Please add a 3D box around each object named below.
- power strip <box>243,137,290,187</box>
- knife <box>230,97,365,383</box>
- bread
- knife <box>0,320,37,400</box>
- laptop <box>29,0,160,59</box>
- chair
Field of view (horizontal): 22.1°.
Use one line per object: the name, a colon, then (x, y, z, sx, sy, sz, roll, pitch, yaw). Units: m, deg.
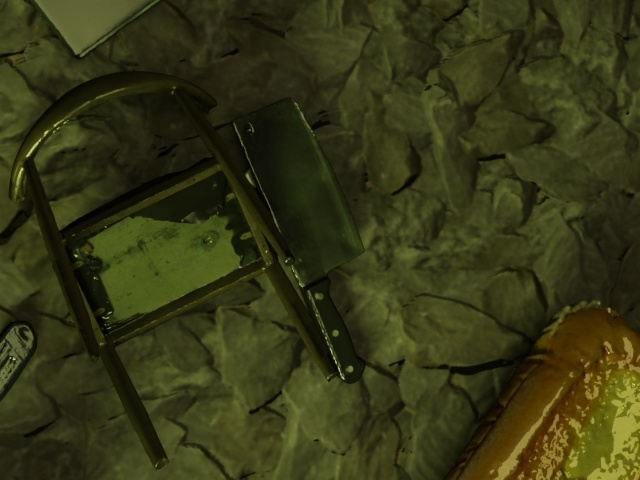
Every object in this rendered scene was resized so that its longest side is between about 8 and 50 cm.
power strip: (-0.057, -0.054, 1.385, 0.017, 0.027, 0.083, 43, 75, -6)
knife: (0.000, 0.000, 1.385, 0.072, 0.019, 0.245, -24, 98, -19)
bread: (0.189, 0.201, 1.381, 0.152, 0.119, 0.288, 37, 76, -5)
knife: (-0.267, 0.118, 1.312, 0.031, 0.018, 0.121, 37, 76, -16)
laptop: (-0.175, -0.253, 1.382, 0.180, 0.016, 0.129, -39, 95, -16)
chair: (-0.122, 0.010, 1.288, 0.188, 0.166, 0.272, -26, 49, -6)
